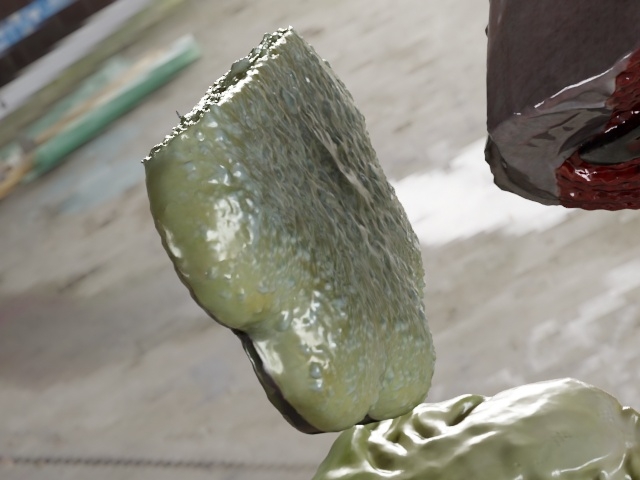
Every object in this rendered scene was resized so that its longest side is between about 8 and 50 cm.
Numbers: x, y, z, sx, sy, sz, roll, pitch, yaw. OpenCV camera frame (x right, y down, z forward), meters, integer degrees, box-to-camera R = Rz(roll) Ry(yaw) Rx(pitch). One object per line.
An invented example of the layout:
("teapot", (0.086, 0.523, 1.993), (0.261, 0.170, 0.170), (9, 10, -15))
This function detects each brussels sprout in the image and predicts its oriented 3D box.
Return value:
("brussels sprout", (0.107, 0.233, 1.322), (0.274, 0.242, 0.316), (-22, 27, 47))

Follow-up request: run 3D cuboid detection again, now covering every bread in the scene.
("bread", (0.000, 0.000, 0.941), (0.056, 0.207, 0.286), (-26, 16, 19))

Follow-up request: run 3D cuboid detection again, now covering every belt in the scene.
("belt", (0.161, -0.099, 0.843), (0.201, 0.128, 0.124), (-24, 52, 45))
